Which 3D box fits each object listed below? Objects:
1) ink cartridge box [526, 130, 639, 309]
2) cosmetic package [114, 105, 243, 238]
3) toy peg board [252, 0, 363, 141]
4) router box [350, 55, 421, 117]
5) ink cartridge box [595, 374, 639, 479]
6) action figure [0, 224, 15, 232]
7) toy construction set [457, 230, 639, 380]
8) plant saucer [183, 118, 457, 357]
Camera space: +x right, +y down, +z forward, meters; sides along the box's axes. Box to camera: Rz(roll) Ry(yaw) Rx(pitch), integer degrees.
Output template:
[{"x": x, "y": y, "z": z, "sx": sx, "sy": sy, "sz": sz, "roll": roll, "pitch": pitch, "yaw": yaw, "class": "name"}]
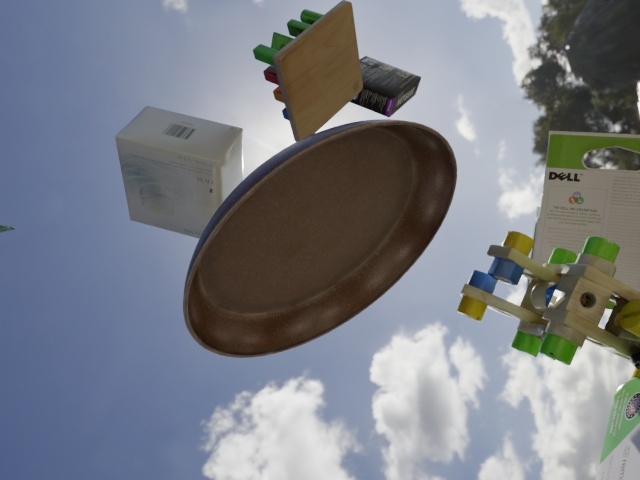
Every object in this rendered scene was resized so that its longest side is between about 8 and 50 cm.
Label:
[{"x": 0.421, "y": -0.033, "z": 0.864, "sx": 0.097, "sy": 0.189, "sz": 0.255, "roll": -35, "pitch": -51, "yaw": -67, "class": "ink cartridge box"}, {"x": -0.292, "y": -0.137, "z": 1.239, "sx": 0.138, "sy": 0.224, "sz": 0.224, "roll": -66, "pitch": -13, "yaw": -45, "class": "cosmetic package"}, {"x": -0.020, "y": -0.268, "z": 0.901, "sx": 0.161, "sy": 0.079, "sz": 0.160, "roll": -45, "pitch": -33, "yaw": -22, "class": "toy peg board"}, {"x": 0.113, "y": -0.314, "z": 1.165, "sx": 0.179, "sy": 0.133, "sz": 0.046, "roll": -47, "pitch": -23, "yaw": -52, "class": "router box"}, {"x": 0.280, "y": 0.143, "z": 0.361, "sx": 0.092, "sy": 0.219, "sz": 0.160, "roll": 30, "pitch": -124, "yaw": 5, "class": "ink cartridge box"}, {"x": -0.415, "y": -0.026, "z": 0.544, "sx": 0.232, "sy": 0.137, "sz": 0.063, "roll": 83, "pitch": 167, "yaw": -68, "class": "action figure"}, {"x": 0.325, "y": 0.091, "z": 0.582, "sx": 0.328, "sy": 0.215, "sz": 0.151, "roll": 12, "pitch": -93, "yaw": -12, "class": "toy construction set"}, {"x": 0.000, "y": 0.000, "z": 0.583, "sx": 0.310, "sy": 0.310, "sz": 0.050, "roll": 19, "pitch": -153, "yaw": -54, "class": "plant saucer"}]
